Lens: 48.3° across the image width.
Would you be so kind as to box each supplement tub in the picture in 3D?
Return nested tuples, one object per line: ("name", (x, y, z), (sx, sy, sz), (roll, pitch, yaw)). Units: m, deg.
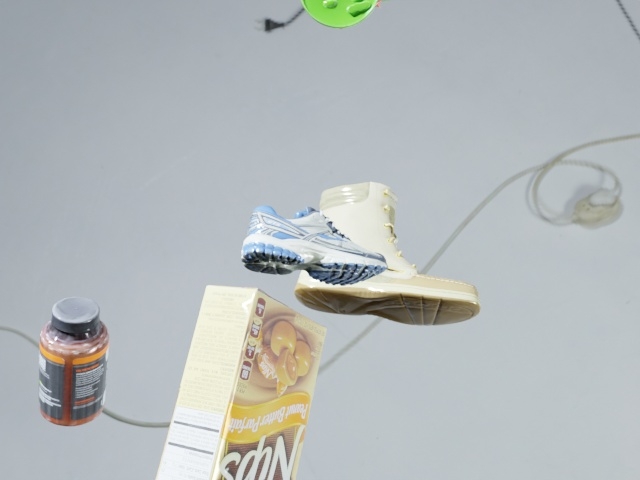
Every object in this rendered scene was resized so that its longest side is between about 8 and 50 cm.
("supplement tub", (-0.389, 0.189, 1.128), (0.106, 0.106, 0.198), (18, 118, 9))

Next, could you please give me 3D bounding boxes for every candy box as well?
("candy box", (-0.098, 0.233, 0.890), (0.087, 0.183, 0.317), (1, 70, 31))

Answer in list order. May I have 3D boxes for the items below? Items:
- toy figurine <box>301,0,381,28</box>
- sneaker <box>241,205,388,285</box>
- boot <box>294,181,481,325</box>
("toy figurine", (0.054, -0.415, 1.202), (0.173, 0.159, 0.130), (-11, 96, 4))
("sneaker", (0.000, 0.000, 0.596), (0.135, 0.052, 0.058), (13, 64, -30))
("boot", (0.108, 0.015, 1.046), (0.261, 0.095, 0.204), (4, 56, 14))
